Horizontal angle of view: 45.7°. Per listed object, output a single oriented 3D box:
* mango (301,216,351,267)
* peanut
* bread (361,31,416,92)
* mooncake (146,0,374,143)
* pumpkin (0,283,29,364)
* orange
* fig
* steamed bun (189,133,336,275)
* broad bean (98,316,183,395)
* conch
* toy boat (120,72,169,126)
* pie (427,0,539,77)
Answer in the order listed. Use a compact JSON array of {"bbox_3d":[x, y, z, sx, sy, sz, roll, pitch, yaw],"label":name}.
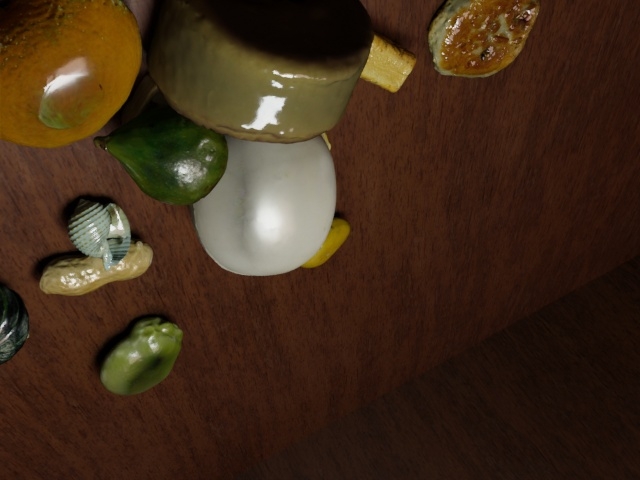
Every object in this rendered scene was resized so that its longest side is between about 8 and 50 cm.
[{"bbox_3d":[0.000,0.000,2.150,0.195,0.098,0.137,-32,146,-18],"label":"mango"},{"bbox_3d":[-0.516,0.059,1.753,0.263,0.101,0.117,-21,125,-16],"label":"peanut"},{"bbox_3d":[0.121,-0.413,1.725,0.211,0.083,0.114,13,120,-50],"label":"bread"},{"bbox_3d":[-0.116,-0.360,1.449,0.394,0.393,0.246,20,129,-5],"label":"mooncake"},{"bbox_3d":[-0.746,0.187,1.651,0.221,0.162,0.220,-21,140,-18],"label":"pumpkin"},{"bbox_3d":[-0.451,-0.285,1.311,0.335,0.196,0.262,-40,162,-5],"label":"orange"},{"bbox_3d":[-0.304,-0.164,1.452,0.245,0.195,0.195,0,134,-42],"label":"fig"},{"bbox_3d":[-0.127,-0.105,1.668,0.334,0.334,0.373,-9,113,-34],"label":"steamed bun"},{"bbox_3d":[-0.494,0.323,2.102,0.238,0.119,0.291,-14,146,-44],"label":"broad bean"},{"bbox_3d":[-0.487,-0.023,1.663,0.135,0.102,0.153,-40,137,-41],"label":"conch"},{"bbox_3d":[-0.340,-0.247,1.543,0.116,0.061,0.188,7,129,-48],"label":"toy boat"},{"bbox_3d":[0.404,-0.516,1.846,0.315,0.092,0.315,-22,145,-17],"label":"pie"}]
